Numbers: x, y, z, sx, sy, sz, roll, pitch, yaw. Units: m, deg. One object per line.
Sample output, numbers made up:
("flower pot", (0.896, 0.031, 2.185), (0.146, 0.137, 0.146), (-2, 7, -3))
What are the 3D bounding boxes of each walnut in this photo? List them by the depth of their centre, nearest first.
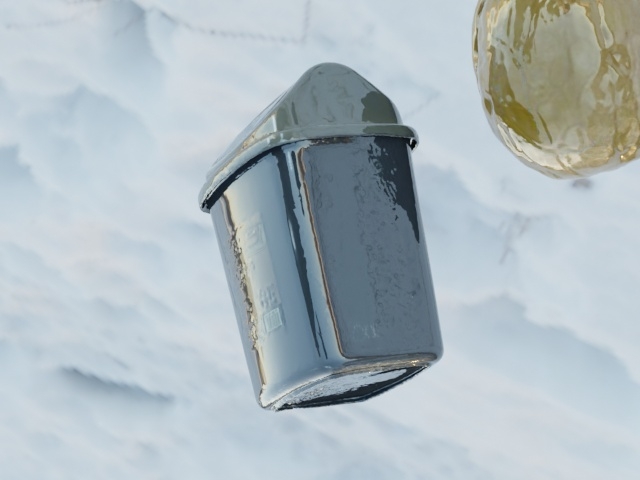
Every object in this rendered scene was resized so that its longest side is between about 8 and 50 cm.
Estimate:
("walnut", (0.230, -0.169, 1.479), (0.195, 0.195, 0.222), (5, 117, 35))

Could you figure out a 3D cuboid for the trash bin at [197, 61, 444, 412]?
("trash bin", (0.000, 0.000, 1.526), (0.182, 0.290, 0.209), (-4, 164, -29))
